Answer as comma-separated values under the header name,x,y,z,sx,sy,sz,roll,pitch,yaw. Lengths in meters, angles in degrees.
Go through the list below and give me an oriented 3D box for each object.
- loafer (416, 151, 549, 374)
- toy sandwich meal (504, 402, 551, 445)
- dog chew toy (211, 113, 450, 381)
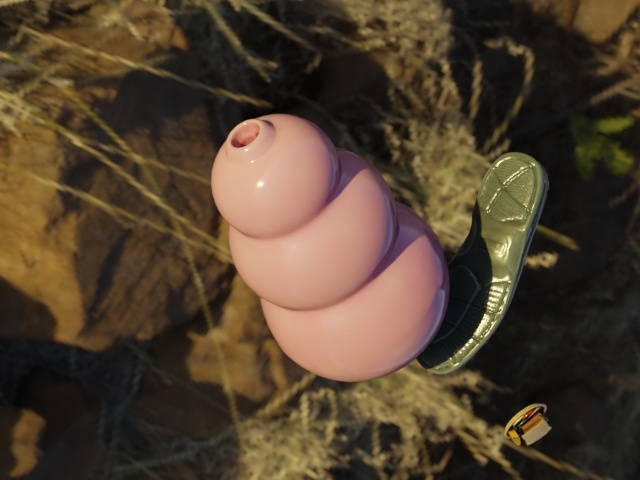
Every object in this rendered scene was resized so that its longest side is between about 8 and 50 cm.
name,x,y,z,sx,sy,sz,roll,pitch,yaw
loafer,0.195,0.032,1.551,0.084,0.096,0.267,13,103,-62
toy sandwich meal,0.310,0.275,2.021,0.085,0.029,0.085,-27,150,-18
dog chew toy,0.000,0.000,1.403,0.206,0.206,0.332,-51,134,-16
